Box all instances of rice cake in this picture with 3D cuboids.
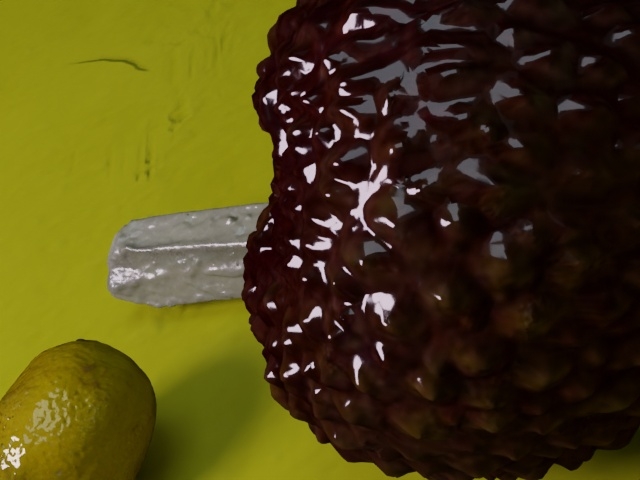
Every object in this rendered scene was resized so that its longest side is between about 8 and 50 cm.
[{"bbox_3d":[0.000,0.000,1.040,0.256,0.052,0.057,-5,10,29],"label":"rice cake"}]

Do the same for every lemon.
[{"bbox_3d":[-0.127,0.100,0.967,0.082,0.082,0.110,-2,46,33],"label":"lemon"}]

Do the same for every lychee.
[{"bbox_3d":[0.098,-0.015,0.840,0.271,0.271,0.271,-18,35,13],"label":"lychee"}]
